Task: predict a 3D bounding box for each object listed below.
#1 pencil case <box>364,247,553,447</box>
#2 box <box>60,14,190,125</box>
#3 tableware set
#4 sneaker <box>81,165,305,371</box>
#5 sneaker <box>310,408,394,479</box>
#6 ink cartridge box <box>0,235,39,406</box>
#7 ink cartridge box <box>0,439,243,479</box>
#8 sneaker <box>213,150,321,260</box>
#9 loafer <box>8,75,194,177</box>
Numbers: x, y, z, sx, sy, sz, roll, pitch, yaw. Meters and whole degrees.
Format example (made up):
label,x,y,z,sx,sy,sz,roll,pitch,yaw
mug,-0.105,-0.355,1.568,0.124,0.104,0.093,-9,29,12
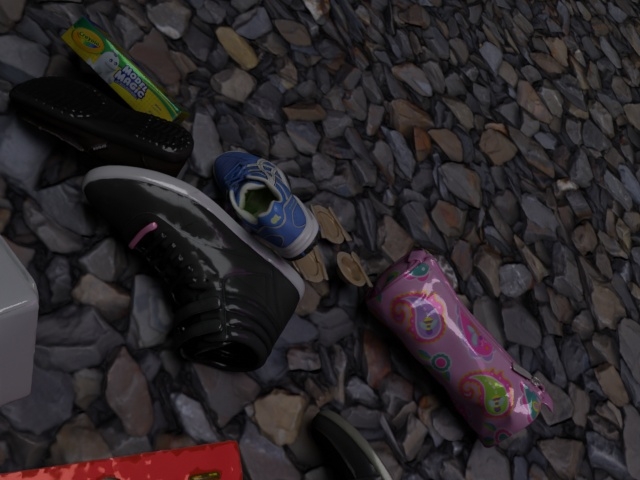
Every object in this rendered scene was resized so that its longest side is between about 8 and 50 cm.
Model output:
label,x,y,z,sx,sy,sz,roll,pitch,yaw
pencil case,0.186,0.145,1.016,0.284,0.124,0.124,49,48,-3
box,-0.224,-0.188,0.906,0.043,0.105,0.179,-43,99,3
tableware set,0.000,0.000,0.986,0.168,0.020,0.141,14,46,-51
sneaker,-0.150,0.040,0.832,0.295,0.104,0.147,36,45,-21
sneaker,0.028,0.306,0.839,0.118,0.083,0.222,-29,69,-18
ink cartridge box,-0.409,0.063,0.563,0.307,0.129,0.223,-20,53,-41
ink cartridge box,-0.154,0.381,0.656,0.308,0.091,0.385,2,66,-36
sneaker,-0.077,-0.062,0.902,0.211,0.080,0.081,42,-1,44
loafer,-0.254,-0.117,0.846,0.219,0.078,0.080,24,35,7
